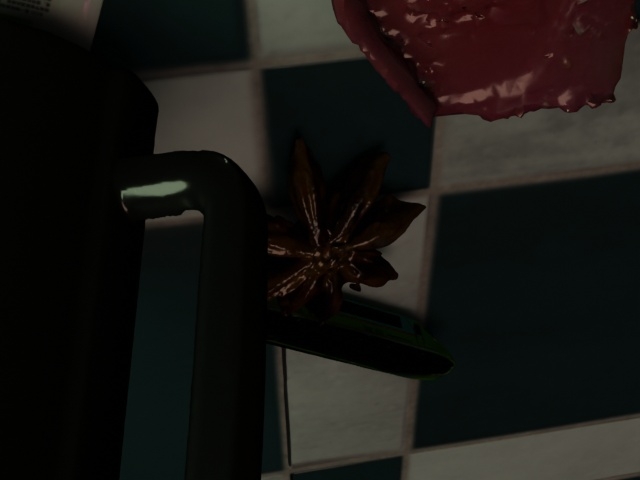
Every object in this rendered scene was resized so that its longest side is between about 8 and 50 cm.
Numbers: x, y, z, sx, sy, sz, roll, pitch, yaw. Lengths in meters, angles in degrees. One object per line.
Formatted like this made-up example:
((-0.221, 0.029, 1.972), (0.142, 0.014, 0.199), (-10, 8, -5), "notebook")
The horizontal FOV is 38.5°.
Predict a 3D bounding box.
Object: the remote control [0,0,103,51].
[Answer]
((-0.158, -0.171, 0.487), (0.103, 0.034, 0.250), (9, 132, -21), "remote control")

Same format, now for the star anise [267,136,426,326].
((0.000, 0.001, 0.671), (0.168, 0.057, 0.168), (-16, 132, -20), "star anise")

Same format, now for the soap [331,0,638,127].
((0.071, -0.196, 0.468), (0.182, 0.112, 0.289), (-13, 134, -4), "soap")

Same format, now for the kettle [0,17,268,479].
((-0.167, 0.062, 0.493), (0.262, 0.308, 0.203), (3, 149, -11), "kettle")

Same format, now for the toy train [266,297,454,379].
((0.021, 0.072, 0.766), (0.209, 0.042, 0.044), (18, 134, -28), "toy train")
